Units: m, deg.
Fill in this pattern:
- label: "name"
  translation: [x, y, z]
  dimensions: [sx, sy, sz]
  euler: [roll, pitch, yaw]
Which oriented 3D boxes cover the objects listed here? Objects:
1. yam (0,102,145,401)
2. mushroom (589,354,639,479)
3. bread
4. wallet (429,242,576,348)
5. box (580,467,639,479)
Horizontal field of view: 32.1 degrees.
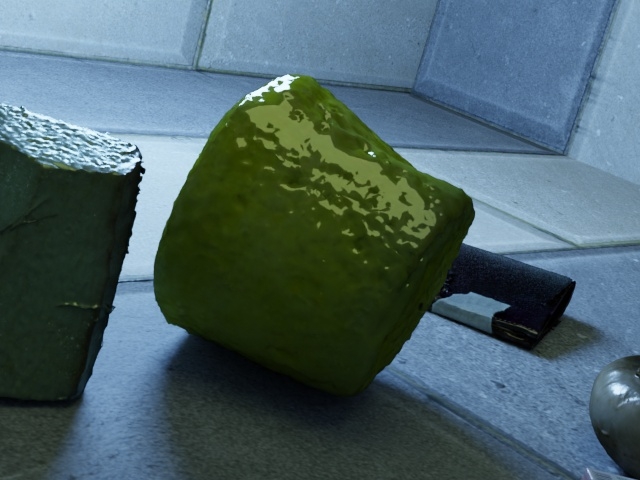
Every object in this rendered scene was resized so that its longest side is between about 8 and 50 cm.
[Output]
- label: "yam"
  translation: [-0.305, 0.006, 1.143]
  dimensions: [0.202, 0.271, 0.201]
  euler: [13, 14, -30]
- label: "mushroom"
  translation: [0.435, 0.205, 1.322]
  dimensions: [0.226, 0.178, 0.226]
  euler: [8, 10, -1]
- label: "bread"
  translation: [0.000, 0.000, 1.332]
  dimensions: [0.308, 0.348, 0.348]
  euler: [26, 18, 11]
- label: "wallet"
  translation: [0.278, 0.082, 1.792]
  dimensions: [0.221, 0.071, 0.262]
  euler: [22, 24, 19]
- label: "box"
  translation: [0.342, 0.292, 1.181]
  dimensions: [0.125, 0.043, 0.089]
  euler: [15, 16, -3]
